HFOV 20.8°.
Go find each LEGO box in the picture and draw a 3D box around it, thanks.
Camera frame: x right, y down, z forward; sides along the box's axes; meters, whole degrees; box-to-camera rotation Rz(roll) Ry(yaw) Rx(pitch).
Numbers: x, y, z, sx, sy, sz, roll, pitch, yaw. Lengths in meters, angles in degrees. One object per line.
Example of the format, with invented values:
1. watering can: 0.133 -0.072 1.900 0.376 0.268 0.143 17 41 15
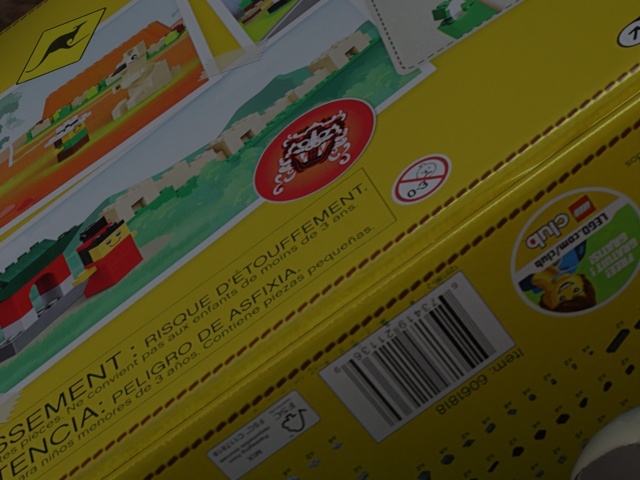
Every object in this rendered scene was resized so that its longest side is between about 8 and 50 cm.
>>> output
1. LEGO box: 0.000 0.000 0.736 0.500 0.193 0.372 -36 32 4

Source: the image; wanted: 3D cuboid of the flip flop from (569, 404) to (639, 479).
1. flip flop: 0.154 0.110 0.570 0.112 0.277 0.080 -19 49 22
